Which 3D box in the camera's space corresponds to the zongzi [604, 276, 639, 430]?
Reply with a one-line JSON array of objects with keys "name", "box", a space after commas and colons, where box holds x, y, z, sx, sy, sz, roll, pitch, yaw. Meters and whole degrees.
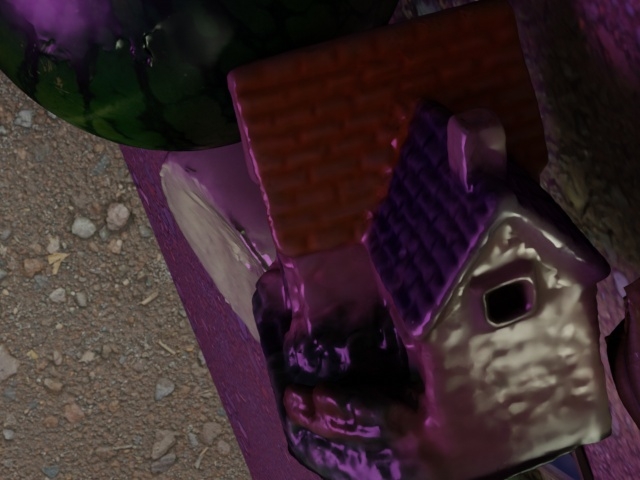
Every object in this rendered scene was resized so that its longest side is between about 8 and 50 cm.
[{"name": "zongzi", "box": [0.248, 0.125, 0.753, 0.228, 0.115, 0.256, 58, 171, 13]}]

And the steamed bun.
[{"name": "steamed bun", "box": [0.020, -0.007, 1.120, 0.324, 0.206, 0.324, 51, 167, 17]}]

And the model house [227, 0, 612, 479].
[{"name": "model house", "box": [0.050, -0.003, 0.807, 0.237, 0.202, 0.237, -107, 6, -59]}]

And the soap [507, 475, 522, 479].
[{"name": "soap", "box": [0.129, 0.294, 1.297, 0.095, 0.172, 0.289, 29, -167, -40]}]

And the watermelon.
[{"name": "watermelon", "box": [-0.100, -0.225, 0.908, 0.363, 0.363, 0.363, 58, 164, 27]}]

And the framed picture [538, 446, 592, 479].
[{"name": "framed picture", "box": [0.199, 0.170, 1.189, 0.149, 0.011, 0.109, 26, 138, 68]}]
